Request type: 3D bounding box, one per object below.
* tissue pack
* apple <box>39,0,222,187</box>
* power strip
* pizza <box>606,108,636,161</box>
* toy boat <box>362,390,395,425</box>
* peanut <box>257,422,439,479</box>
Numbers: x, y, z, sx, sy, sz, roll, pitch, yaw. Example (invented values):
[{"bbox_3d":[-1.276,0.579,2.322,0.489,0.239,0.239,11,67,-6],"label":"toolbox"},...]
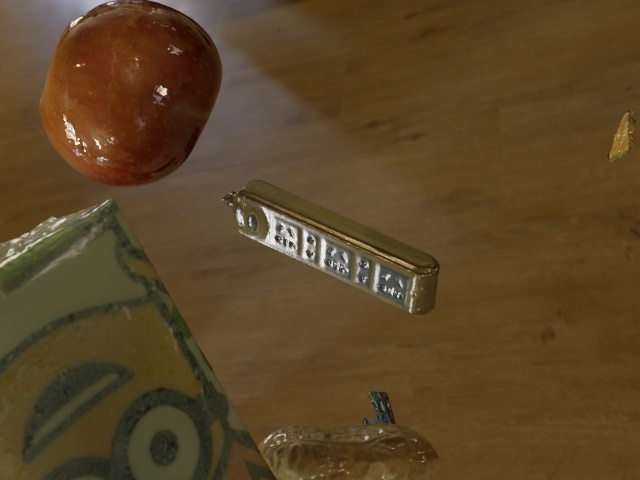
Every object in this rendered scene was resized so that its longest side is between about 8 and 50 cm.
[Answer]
[{"bbox_3d":[-0.175,0.157,0.557,0.128,0.311,0.228,-12,20,45],"label":"tissue pack"},{"bbox_3d":[-0.197,-0.155,0.807,0.201,0.162,0.201,-38,38,39],"label":"apple"},{"bbox_3d":[0.000,0.000,1.189,0.387,0.092,0.066,25,42,28],"label":"power strip"},{"bbox_3d":[0.610,-0.194,1.594,0.026,0.123,0.108,13,33,2],"label":"pizza"},{"bbox_3d":[0.112,0.352,1.527,0.061,0.137,0.060,-15,25,-3],"label":"toy boat"},{"bbox_3d":[0.033,0.342,1.228,0.298,0.136,0.120,-7,86,11],"label":"peanut"}]
